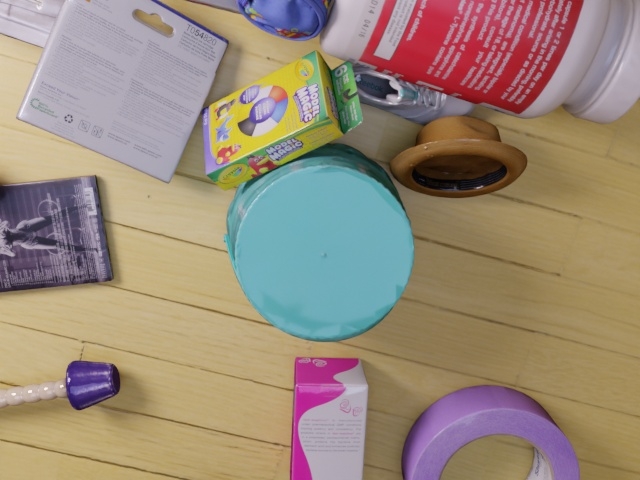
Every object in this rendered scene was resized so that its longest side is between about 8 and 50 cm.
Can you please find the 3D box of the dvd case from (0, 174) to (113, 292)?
[{"bbox_3d":[-0.434,-0.007,1.130,0.222,0.018,0.164,-6,105,-3],"label":"dvd case"}]

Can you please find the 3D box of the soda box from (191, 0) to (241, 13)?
[{"bbox_3d":[-0.129,-0.339,0.975,0.069,0.216,0.073,21,106,37],"label":"soda box"}]

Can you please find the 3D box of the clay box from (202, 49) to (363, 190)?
[{"bbox_3d":[-0.056,-0.169,1.027,0.222,0.127,0.053,-24,143,21],"label":"clay box"}]

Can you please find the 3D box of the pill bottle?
[{"bbox_3d":[0.221,-0.296,0.992,0.408,0.229,0.228,17,102,-7],"label":"pill bottle"}]

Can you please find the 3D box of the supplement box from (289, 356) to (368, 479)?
[{"bbox_3d":[0.010,0.305,1.188,0.111,0.114,0.219,2,105,-3],"label":"supplement box"}]

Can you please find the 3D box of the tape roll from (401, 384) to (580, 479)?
[{"bbox_3d":[0.275,0.381,1.236,0.275,0.090,0.274,-1,103,-4],"label":"tape roll"}]

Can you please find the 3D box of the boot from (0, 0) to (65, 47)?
[{"bbox_3d":[-0.409,-0.337,1.021,0.259,0.095,0.123,18,96,-16],"label":"boot"}]

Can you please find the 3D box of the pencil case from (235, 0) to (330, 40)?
[{"bbox_3d":[-0.025,-0.407,0.941,0.133,0.119,0.305,17,74,-15],"label":"pencil case"}]

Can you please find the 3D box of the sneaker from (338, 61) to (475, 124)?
[{"bbox_3d":[0.126,-0.209,1.077,0.212,0.094,0.080,8,102,-6],"label":"sneaker"}]

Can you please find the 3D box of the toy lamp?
[{"bbox_3d":[-0.450,0.234,1.159,0.275,0.080,0.080,-8,104,-2],"label":"toy lamp"}]

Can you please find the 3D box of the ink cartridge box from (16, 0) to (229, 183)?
[{"bbox_3d":[-0.264,-0.221,1.027,0.223,0.045,0.223,25,88,-31],"label":"ink cartridge box"}]

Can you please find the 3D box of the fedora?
[{"bbox_3d":[0.198,-0.127,1.090,0.195,0.194,0.079,5,69,-5],"label":"fedora"}]

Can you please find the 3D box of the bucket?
[{"bbox_3d":[0.000,0.000,1.074,0.282,0.183,0.281,-1,104,-4],"label":"bucket"}]
